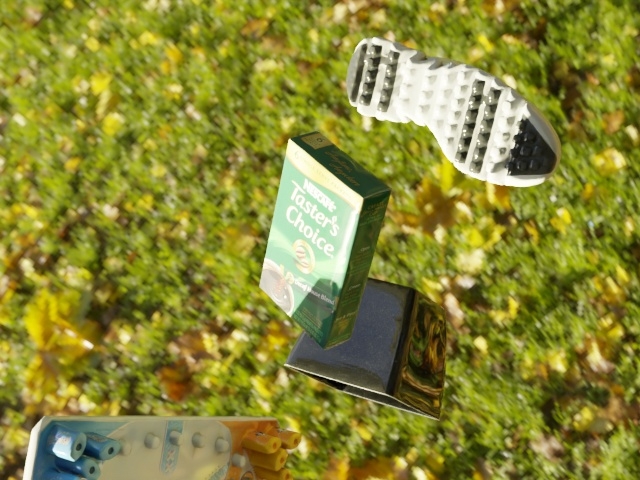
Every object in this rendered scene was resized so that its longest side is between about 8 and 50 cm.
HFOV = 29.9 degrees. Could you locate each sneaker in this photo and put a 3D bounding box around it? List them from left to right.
[{"bbox_3d":[0.162,-0.148,1.323,0.292,0.118,0.110,37,118,39],"label":"sneaker"}]

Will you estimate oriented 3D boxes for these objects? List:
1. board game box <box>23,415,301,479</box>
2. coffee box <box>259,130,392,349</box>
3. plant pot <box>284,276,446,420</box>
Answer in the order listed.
[{"bbox_3d":[-0.172,0.382,1.263,0.050,0.390,0.390,7,87,34],"label":"board game box"},{"bbox_3d":[0.000,0.000,1.152,0.040,0.184,0.113,-18,47,-37],"label":"coffee box"},{"bbox_3d":[0.087,0.151,1.800,0.187,0.188,0.167,12,79,32],"label":"plant pot"}]
